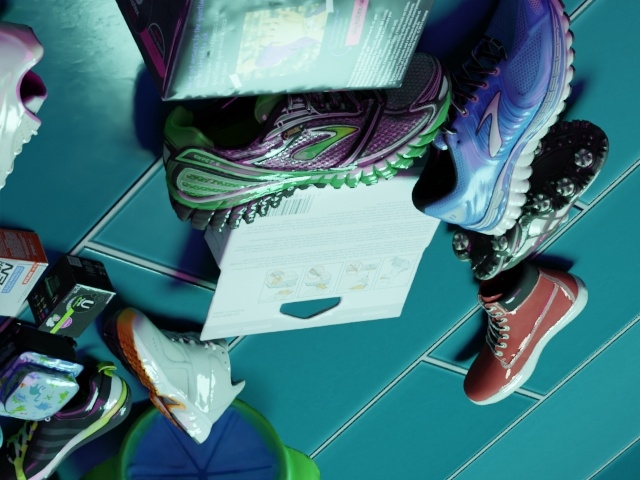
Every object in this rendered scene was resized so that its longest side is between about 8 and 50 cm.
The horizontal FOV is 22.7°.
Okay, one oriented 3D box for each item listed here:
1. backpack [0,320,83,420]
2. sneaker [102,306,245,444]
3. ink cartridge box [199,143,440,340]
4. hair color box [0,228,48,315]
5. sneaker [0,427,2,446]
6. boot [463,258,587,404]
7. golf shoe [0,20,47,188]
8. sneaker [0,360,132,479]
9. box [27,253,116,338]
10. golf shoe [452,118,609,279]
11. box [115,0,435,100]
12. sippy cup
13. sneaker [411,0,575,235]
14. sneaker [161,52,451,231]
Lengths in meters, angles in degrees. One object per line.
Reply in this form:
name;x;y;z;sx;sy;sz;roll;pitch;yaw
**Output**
backpack;-0.358;0.170;1.943;0.105;0.084;0.114;20;126;-42
sneaker;-0.183;0.146;2.041;0.121;0.099;0.262;-46;142;-14
ink cartridge box;0.000;0.000;1.981;0.296;0.066;0.261;-5;138;-27
hair color box;-0.400;0.030;1.772;0.167;0.053;0.093;9;131;-38
sneaker;-0.516;0.221;1.724;0.208;0.127;0.319;-38;143;13
boot;0.251;0.128;2.289;0.176;0.088;0.244;17;117;-44
golf shoe;-0.340;-0.097;1.609;0.140;0.115;0.306;-15;144;-22
sneaker;-0.351;0.229;2.039;0.234;0.084;0.097;-37;133;2
box;-0.295;0.066;1.884;0.062;0.052;0.083;16;124;-43
golf shoe;0.286;-0.061;2.085;0.120;0.105;0.273;-8;148;-50
box;-0.044;-0.246;1.566;0.270;0.165;0.143;-5;139;-28
sippy cup;-0.170;0.359;2.199;0.240;0.305;0.224;-57;171;-32
sneaker;0.188;-0.157;1.837;0.147;0.130;0.330;5;117;-21
sneaker;-0.011;-0.130;1.760;0.343;0.134;0.146;-23;138;-11
